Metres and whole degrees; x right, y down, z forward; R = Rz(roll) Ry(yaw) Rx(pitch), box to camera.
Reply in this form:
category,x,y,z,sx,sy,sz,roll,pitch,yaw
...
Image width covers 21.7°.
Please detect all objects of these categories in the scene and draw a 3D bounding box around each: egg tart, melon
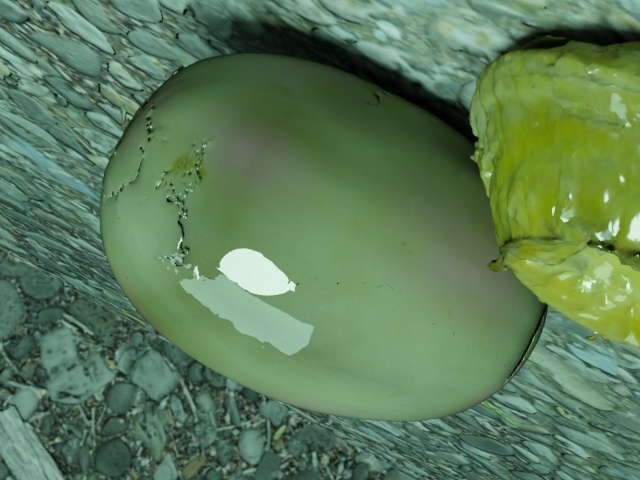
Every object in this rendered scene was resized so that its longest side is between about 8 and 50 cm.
category,x,y,z,sx,sy,sz,roll,pitch,yaw
egg tart,0.205,-0.006,0.973,0.290,0.115,0.290,24,166,6
melon,0.000,0.000,1.121,0.317,0.223,0.223,28,165,-10
